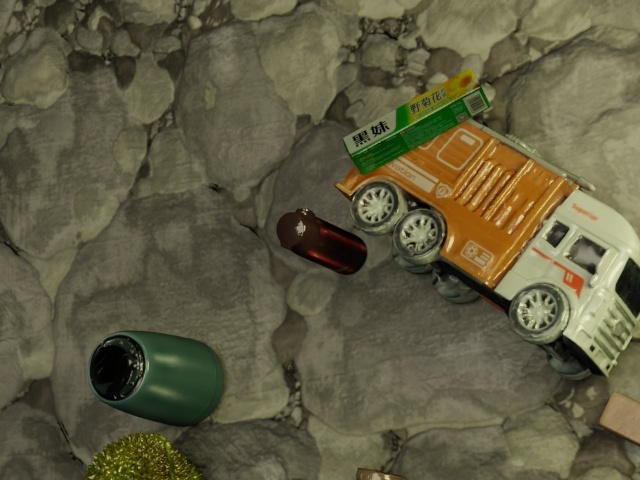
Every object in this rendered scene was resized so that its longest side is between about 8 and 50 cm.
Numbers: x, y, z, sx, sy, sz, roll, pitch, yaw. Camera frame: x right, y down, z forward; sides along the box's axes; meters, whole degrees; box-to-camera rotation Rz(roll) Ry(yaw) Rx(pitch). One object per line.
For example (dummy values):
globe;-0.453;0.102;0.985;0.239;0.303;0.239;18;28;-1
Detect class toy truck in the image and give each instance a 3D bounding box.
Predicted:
toy truck;0.223;-0.010;1.872;0.387;0.173;0.207;35;87;32

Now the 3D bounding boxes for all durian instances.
durian;-0.229;0.347;2.042;0.146;0.159;0.198;-21;102;33

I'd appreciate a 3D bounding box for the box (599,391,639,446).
box;0.384;0.220;1.816;0.115;0.025;0.048;24;85;30

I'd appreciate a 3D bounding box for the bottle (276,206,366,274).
bottle;0.000;0.000;1.989;0.060;0.164;0.060;-7;75;27

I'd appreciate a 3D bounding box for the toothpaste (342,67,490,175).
toothpaste;0.115;-0.142;1.869;0.178;0.043;0.037;-28;53;8

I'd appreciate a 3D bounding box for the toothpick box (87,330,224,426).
toothpick box;-0.220;0.178;2.053;0.120;0.184;0.120;-7;76;28

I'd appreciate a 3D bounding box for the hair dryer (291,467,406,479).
hair dryer;0.019;0.335;1.969;0.182;0.064;0.117;9;84;37
